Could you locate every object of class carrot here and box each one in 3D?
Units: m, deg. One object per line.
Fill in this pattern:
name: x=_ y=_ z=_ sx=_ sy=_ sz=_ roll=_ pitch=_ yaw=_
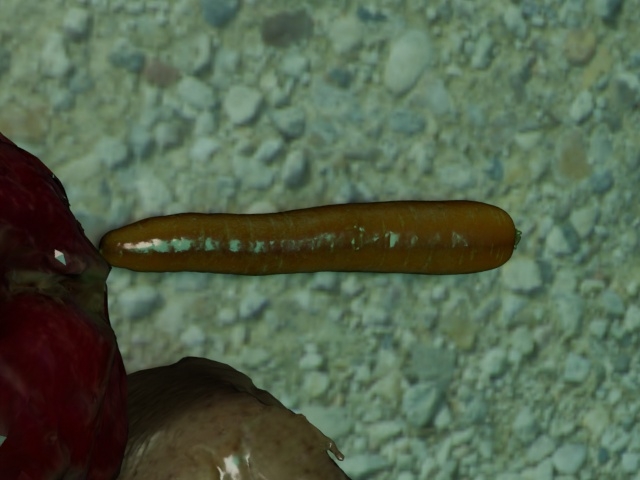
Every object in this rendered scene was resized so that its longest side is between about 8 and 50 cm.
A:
carrot: x=0.000 y=0.000 z=0.819 sx=0.247 sy=0.043 sz=0.043 roll=-1 pitch=95 yaw=-26

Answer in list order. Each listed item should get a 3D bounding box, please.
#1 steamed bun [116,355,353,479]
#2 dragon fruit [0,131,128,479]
steamed bun: x=-0.037 y=0.214 z=0.719 sx=0.199 sy=0.251 sz=0.301 roll=-36 pitch=106 yaw=-9
dragon fruit: x=-0.224 y=0.078 z=0.555 sx=0.329 sy=0.329 sz=0.329 roll=-3 pitch=96 yaw=-27
